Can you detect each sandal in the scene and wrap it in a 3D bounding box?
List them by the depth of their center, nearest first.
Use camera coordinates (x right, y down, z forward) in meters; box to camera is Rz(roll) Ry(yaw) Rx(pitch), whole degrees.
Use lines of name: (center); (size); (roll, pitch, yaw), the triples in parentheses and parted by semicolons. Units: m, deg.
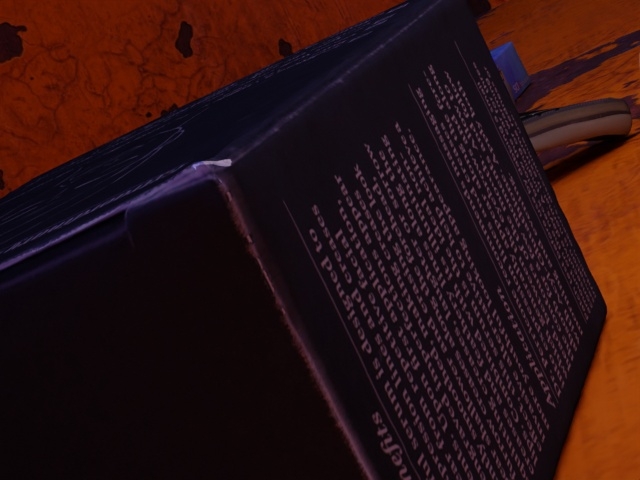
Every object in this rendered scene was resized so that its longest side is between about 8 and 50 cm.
sandal: (0.116, -0.050, 1.273); (0.303, 0.086, 0.120); (-13, 8, -10)

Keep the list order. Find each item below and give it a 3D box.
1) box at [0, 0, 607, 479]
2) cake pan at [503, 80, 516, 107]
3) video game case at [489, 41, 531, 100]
box: (-0.057, 0.059, 0.739); (0.293, 0.212, 0.395); (-23, 10, 23)
cake pan: (0.052, -0.118, 1.483); (0.293, 0.054, 0.293); (-1, 0, 0)
video game case: (0.094, -0.128, 1.789); (0.244, 0.061, 0.269); (-21, 11, 25)
